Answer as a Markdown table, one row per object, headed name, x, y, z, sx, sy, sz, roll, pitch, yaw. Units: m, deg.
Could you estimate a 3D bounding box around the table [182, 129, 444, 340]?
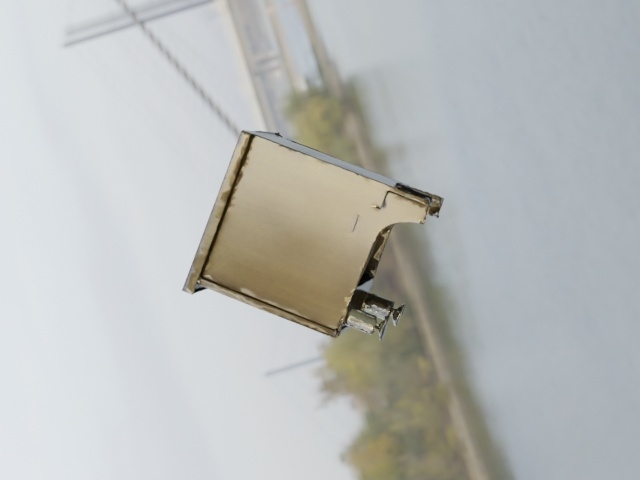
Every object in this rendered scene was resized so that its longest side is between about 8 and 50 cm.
| name | x | y | z | sx | sy | sz | roll | pitch | yaw |
| --- | --- | --- | --- | --- | --- | --- | --- | --- | --- |
| table | 0.000 | 0.000 | 0.705 | 0.083 | 0.082 | 0.070 | -15 | -55 | -81 |
